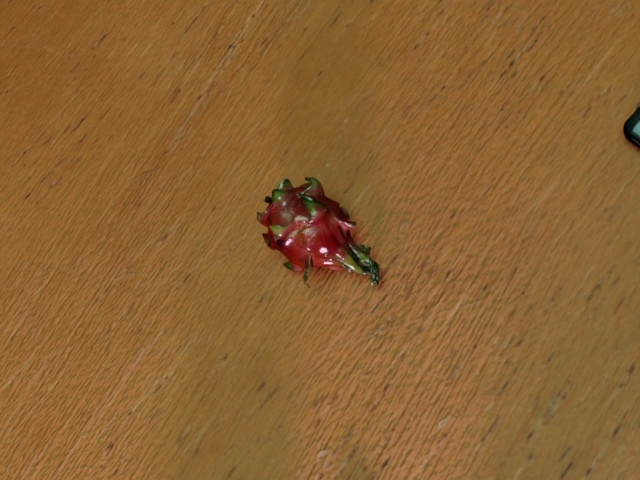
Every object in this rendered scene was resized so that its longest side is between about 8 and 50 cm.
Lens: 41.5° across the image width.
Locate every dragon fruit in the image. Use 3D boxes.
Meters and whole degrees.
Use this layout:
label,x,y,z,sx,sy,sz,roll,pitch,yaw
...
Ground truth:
label,x,y,z,sx,sy,sz,roll,pitch,yaw
dragon fruit,-0.003,0.002,1.371,0.137,0.135,0.236,-41,81,-3

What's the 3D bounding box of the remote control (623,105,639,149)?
label,x,y,z,sx,sy,sz,roll,pitch,yaw
remote control,0.554,-0.129,1.253,0.222,0.042,0.072,41,87,26
